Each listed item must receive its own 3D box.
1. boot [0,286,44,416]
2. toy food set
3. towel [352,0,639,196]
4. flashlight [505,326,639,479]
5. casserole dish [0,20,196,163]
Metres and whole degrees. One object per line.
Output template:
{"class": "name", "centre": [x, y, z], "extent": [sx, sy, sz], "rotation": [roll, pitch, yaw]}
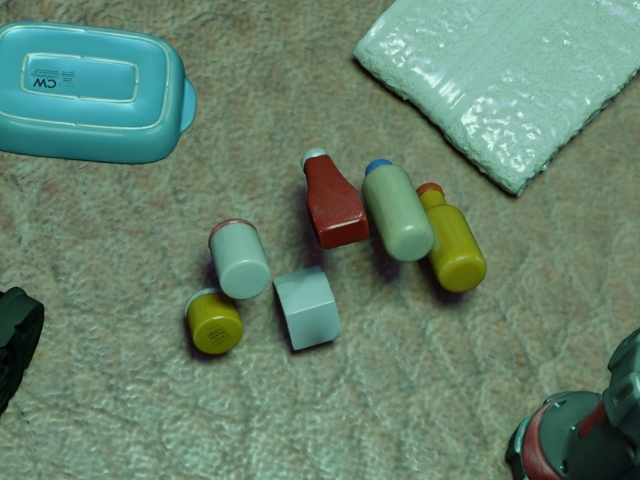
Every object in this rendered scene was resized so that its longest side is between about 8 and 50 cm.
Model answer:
{"class": "boot", "centre": [-0.390, 0.107, 1.306], "extent": [0.260, 0.131, 0.348], "rotation": [38, 70, 7]}
{"class": "toy food set", "centre": [0.000, 0.000, 1.424], "extent": [0.232, 0.111, 0.104], "rotation": [-17, 41, -3]}
{"class": "towel", "centre": [0.186, -0.186, 1.544], "extent": [0.187, 0.049, 0.282], "rotation": [42, 70, 9]}
{"class": "flashlight", "centre": [0.211, 0.123, 1.292], "extent": [0.103, 0.304, 0.103], "rotation": [-35, 77, -20]}
{"class": "casserole dish", "centre": [-0.192, -0.123, 1.473], "extent": [0.188, 0.037, 0.114], "rotation": [5, 68, -5]}
